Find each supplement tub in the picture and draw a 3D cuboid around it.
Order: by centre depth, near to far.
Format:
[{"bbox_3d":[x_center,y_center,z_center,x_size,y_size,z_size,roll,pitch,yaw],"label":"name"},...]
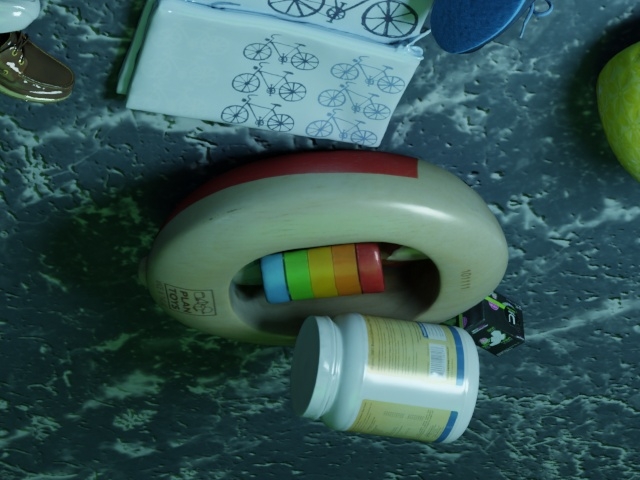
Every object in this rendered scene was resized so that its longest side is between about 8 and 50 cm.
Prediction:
[{"bbox_3d":[0.076,0.163,2.188,0.199,0.144,0.144,9,141,-15],"label":"supplement tub"}]

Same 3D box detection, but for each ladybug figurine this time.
[{"bbox_3d":[0.000,0.000,2.222,0.449,0.162,0.305,-3,144,0],"label":"ladybug figurine"}]

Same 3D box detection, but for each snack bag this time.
[{"bbox_3d":[-0.035,-0.238,2.015,0.323,0.037,0.342,10,141,-15],"label":"snack bag"}]

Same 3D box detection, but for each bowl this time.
[{"bbox_3d":[0.455,-0.106,2.057,0.289,0.156,0.289,4,156,2],"label":"bowl"}]

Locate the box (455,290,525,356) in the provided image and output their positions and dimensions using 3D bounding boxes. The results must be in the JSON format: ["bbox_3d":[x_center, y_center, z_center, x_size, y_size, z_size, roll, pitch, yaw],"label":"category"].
[{"bbox_3d":[0.228,0.108,2.456,0.083,0.062,0.052,29,134,-35],"label":"box"}]

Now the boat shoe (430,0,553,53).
[{"bbox_3d":[0.221,-0.285,1.908,0.089,0.109,0.258,-14,158,-49],"label":"boat shoe"}]

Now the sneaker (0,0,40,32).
[{"bbox_3d":[-0.433,-0.211,1.939,0.305,0.114,0.152,-5,113,16],"label":"sneaker"}]

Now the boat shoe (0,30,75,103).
[{"bbox_3d":[-0.348,-0.206,2.018,0.178,0.064,0.060,23,137,-24],"label":"boat shoe"}]
